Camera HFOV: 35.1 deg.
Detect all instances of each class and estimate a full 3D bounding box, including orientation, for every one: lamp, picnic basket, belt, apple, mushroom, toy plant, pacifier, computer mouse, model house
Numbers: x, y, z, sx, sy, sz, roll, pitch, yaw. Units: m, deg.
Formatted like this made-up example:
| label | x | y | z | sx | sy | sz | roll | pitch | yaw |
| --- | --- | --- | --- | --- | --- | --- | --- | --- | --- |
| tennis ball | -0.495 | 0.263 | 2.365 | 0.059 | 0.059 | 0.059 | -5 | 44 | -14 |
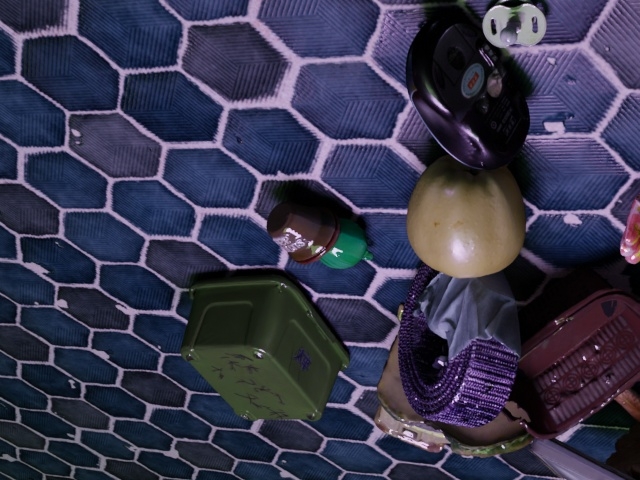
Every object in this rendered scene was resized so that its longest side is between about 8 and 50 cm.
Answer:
| label | x | y | z | sx | sy | sz | roll | pitch | yaw |
| --- | --- | --- | --- | --- | --- | --- | --- | --- | --- |
| lamp | 0.518 | 0.440 | 1.798 | 0.266 | 0.047 | 0.269 | 25 | 170 | 32 |
| picnic basket | 0.416 | 0.178 | 1.699 | 0.297 | 0.129 | 0.222 | -41 | 119 | 17 |
| belt | 0.221 | 0.158 | 1.668 | 0.122 | 0.325 | 0.260 | 15 | 120 | -16 |
| apple | 0.222 | -0.035 | 1.538 | 0.200 | 0.200 | 0.200 | 12 | 143 | 9 |
| mushroom | 0.557 | 0.319 | 1.814 | 0.301 | 0.208 | 0.233 | 21 | 160 | -11 |
| toy plant | 0.000 | 0.000 | 1.749 | 0.200 | 0.105 | 0.143 | 29 | 153 | -33 |
| pacifier | 0.248 | -0.278 | 1.308 | 0.083 | 0.064 | 0.068 | 2 | 123 | 21 |
| computer mouse | 0.190 | -0.198 | 1.377 | 0.096 | 0.137 | 0.233 | 6 | 142 | 55 |
| model house | 0.255 | 0.314 | 1.913 | 0.321 | 0.261 | 0.266 | 19 | 147 | 11 |

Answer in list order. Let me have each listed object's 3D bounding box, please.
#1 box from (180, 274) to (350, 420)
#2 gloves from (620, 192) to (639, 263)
| label | x | y | z | sx | sy | sz | roll | pitch | yaw |
| --- | --- | --- | --- | --- | --- | --- | --- | --- | --- |
| box | -0.119 | 0.226 | 2.027 | 0.252 | 0.178 | 0.329 | -4 | 138 | 30 |
| gloves | 0.523 | -0.031 | 1.473 | 0.145 | 0.126 | 0.241 | 14 | 173 | -2 |
